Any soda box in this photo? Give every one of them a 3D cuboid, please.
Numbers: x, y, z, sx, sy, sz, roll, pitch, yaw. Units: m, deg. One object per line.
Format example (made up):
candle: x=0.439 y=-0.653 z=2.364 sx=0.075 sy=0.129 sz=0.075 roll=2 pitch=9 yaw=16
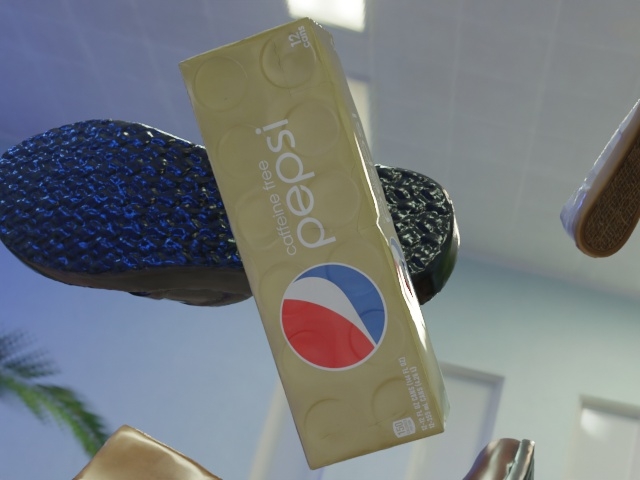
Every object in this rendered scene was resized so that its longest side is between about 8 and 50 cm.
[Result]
soda box: x=0.000 y=0.000 z=0.512 sx=0.061 sy=0.181 sz=0.058 roll=-18 pitch=1 yaw=11

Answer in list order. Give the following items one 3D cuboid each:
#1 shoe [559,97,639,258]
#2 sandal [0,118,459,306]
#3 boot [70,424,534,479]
shoe: x=0.283 y=-0.085 z=1.020 sx=0.076 sy=0.219 sz=0.058 roll=35 pitch=9 yaw=-18
sandal: x=-0.099 y=0.001 z=1.040 sx=0.445 sy=0.167 sz=0.107 roll=11 pitch=-34 yaw=20
boot: x=-0.021 y=0.188 z=0.773 sx=0.280 sy=0.264 sz=0.096 roll=17 pitch=-41 yaw=27
